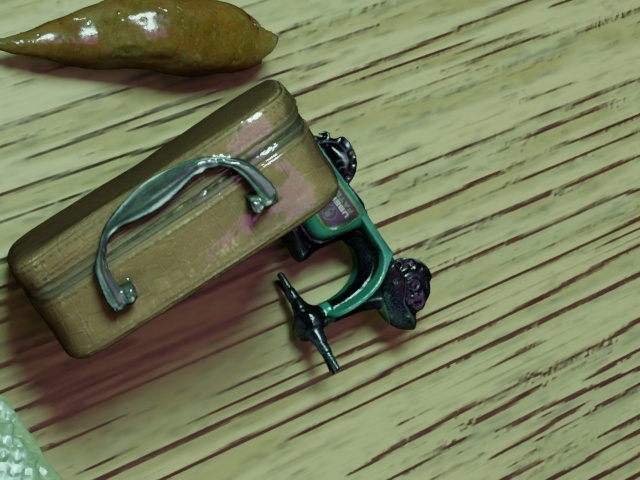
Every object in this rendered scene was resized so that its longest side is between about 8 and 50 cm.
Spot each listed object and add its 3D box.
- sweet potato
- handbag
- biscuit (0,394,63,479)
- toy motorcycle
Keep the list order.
[{"bbox_3d":[-0.115,-0.128,0.978,0.195,0.056,0.056,-3,86,-24],"label":"sweet potato"},{"bbox_3d":[-0.086,-0.013,0.903,0.193,0.151,0.072,-31,102,-1],"label":"handbag"},{"bbox_3d":[-0.171,0.219,0.861,0.150,0.052,0.252,-31,77,-28],"label":"biscuit"},{"bbox_3d":[0.000,0.000,1.026,0.100,0.058,0.173,-39,102,-19],"label":"toy motorcycle"}]
